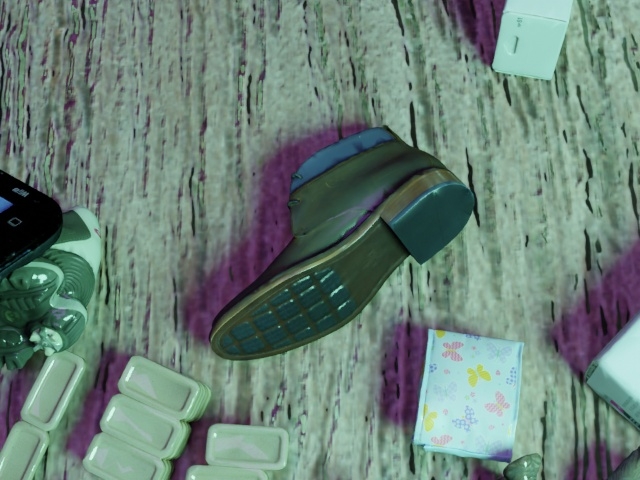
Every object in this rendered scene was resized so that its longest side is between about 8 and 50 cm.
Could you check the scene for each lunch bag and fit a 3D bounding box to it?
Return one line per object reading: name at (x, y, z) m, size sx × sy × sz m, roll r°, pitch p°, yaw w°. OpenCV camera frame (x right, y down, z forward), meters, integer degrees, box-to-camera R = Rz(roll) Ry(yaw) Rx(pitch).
lunch bag at (0.102, 0.111, 0.724) m, size 0.071 × 0.053 × 0.083 m, roll 6°, pitch 59°, yaw 7°

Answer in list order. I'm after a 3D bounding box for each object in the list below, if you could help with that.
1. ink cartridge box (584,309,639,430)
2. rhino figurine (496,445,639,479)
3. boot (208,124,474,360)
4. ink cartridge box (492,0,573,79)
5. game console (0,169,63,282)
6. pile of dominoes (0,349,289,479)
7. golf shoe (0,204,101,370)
ink cartridge box at (0.408, 0.084, 0.690) m, size 0.324 × 0.071 × 0.330 m, roll -43°, pitch 73°, yaw -11°
rhino figurine at (0.140, 0.200, 0.673) m, size 0.243 × 0.073 × 0.106 m, roll -18°, pitch 63°, yaw -2°
boot at (0.000, 0.000, 0.784) m, size 0.219 × 0.082 × 0.106 m, roll -32°, pitch 46°, yaw -2°
ink cartridge box at (0.175, -0.202, 0.822) m, size 0.052 × 0.088 × 0.122 m, roll 13°, pitch 71°, yaw 9°
game console at (-0.312, -0.055, 0.775) m, size 0.361 × 0.044 × 0.213 m, roll 25°, pitch 61°, yaw 38°
pile of dominoes at (-0.149, 0.211, 0.735) m, size 0.196 × 0.040 × 0.251 m, roll 22°, pitch 80°, yaw 15°
golf shoe at (-0.293, 0.038, 0.792) m, size 0.272 × 0.105 × 0.120 m, roll -5°, pitch 37°, yaw 12°
